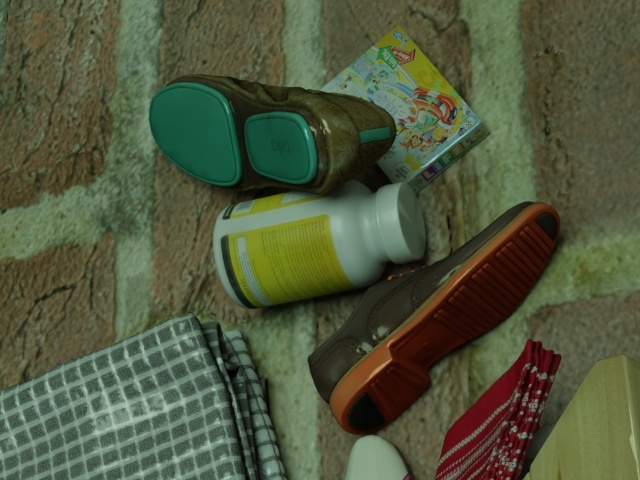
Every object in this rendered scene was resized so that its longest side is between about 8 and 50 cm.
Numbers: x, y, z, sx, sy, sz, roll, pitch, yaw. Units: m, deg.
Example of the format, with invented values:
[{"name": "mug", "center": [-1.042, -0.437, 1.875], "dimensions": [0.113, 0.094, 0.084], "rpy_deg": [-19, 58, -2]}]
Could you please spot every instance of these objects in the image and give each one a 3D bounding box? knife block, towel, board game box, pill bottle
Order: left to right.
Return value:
[{"name": "towel", "center": [-0.181, 0.216, 1.560], "dimensions": [0.284, 0.121, 0.235], "rpy_deg": [-24, 59, 14]}, {"name": "pill bottle", "center": [0.000, 0.000, 1.583], "dimensions": [0.184, 0.103, 0.103], "rpy_deg": [-12, 62, 21]}, {"name": "board game box", "center": [0.081, -0.126, 1.650], "dimensions": [0.103, 0.026, 0.154], "rpy_deg": [-40, 56, 5]}, {"name": "towel", "center": [0.104, 0.223, 1.341], "dimensions": [0.031, 0.199, 0.275], "rpy_deg": [29, 51, -3]}, {"name": "knife block", "center": [0.238, 0.256, 1.221], "dimensions": [0.242, 0.088, 0.275], "rpy_deg": [37, 99, 43]}]

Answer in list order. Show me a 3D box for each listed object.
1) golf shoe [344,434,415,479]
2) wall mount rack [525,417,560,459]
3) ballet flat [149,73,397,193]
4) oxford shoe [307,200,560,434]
[{"name": "golf shoe", "center": [0.043, 0.251, 1.454], "dimensions": [0.068, 0.086, 0.186], "rpy_deg": [-12, 61, 22]}, {"name": "wall mount rack", "center": [0.333, 0.107, 1.336], "dimensions": [0.350, 0.130, 0.304], "rpy_deg": [38, 103, 45]}, {"name": "ballet flat", "center": [-0.040, -0.109, 1.628], "dimensions": [0.342, 0.124, 0.116], "rpy_deg": [9, 109, 59]}, {"name": "oxford shoe", "center": [0.096, 0.049, 1.521], "dimensions": [0.271, 0.097, 0.098], "rpy_deg": [-42, 50, 3]}]
